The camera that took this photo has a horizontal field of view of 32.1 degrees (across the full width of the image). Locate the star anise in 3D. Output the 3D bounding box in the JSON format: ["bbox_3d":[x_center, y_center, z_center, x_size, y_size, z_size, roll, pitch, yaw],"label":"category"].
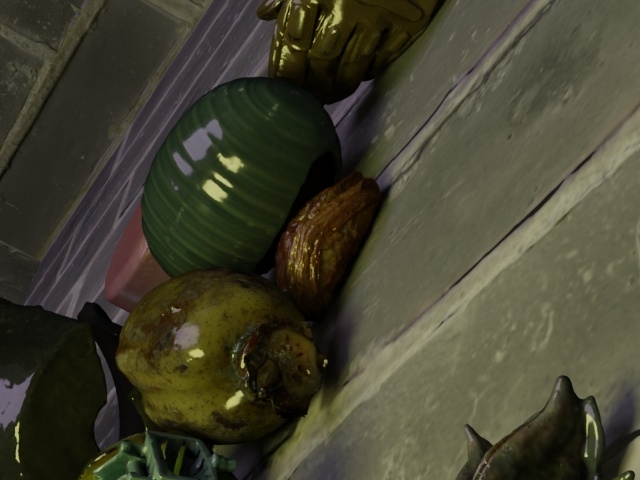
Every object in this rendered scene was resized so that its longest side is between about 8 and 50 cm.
[{"bbox_3d":[0.085,0.162,0.527,0.205,0.061,0.180,-65,12,-22],"label":"star anise"}]

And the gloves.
[{"bbox_3d":[0.053,-0.276,1.165,0.331,0.154,0.141,-55,15,-4],"label":"gloves"}]

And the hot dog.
[{"bbox_3d":[0.002,0.001,1.016,0.147,0.065,0.099,-65,9,-6],"label":"hot dog"}]

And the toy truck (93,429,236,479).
[{"bbox_3d":[-0.137,0.294,0.747,0.338,0.184,0.133,-58,18,10],"label":"toy truck"}]

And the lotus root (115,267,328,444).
[{"bbox_3d":[-0.077,0.099,0.957,0.278,0.154,0.154,-7,55,59],"label":"lotus root"}]

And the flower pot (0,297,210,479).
[{"bbox_3d":[-0.270,0.202,1.115,0.251,0.379,0.379,-7,53,43],"label":"flower pot"}]

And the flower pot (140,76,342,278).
[{"bbox_3d":[-0.082,-0.054,1.122,0.243,0.157,0.189,-58,-12,29],"label":"flower pot"}]

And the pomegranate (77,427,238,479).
[{"bbox_3d":[-0.115,0.228,0.914,0.169,0.122,0.143,6,97,35],"label":"pomegranate"}]

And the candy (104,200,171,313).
[{"bbox_3d":[-0.217,-0.010,1.599,0.255,0.094,0.255,-53,18,26],"label":"candy"}]
